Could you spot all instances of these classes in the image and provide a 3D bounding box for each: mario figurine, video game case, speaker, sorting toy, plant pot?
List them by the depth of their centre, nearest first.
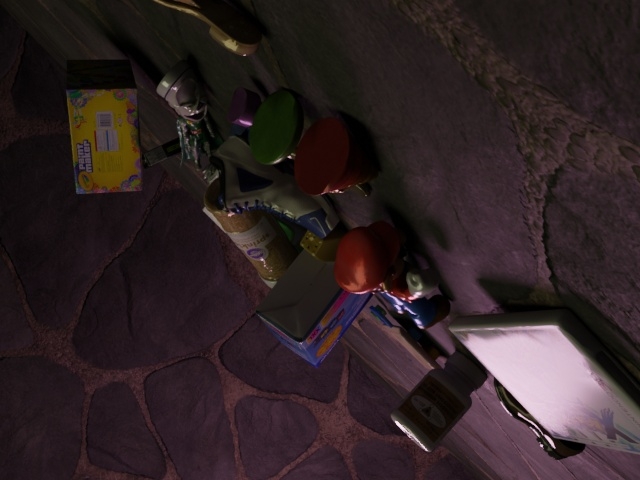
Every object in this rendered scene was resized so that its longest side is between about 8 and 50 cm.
[{"bbox_3d":[0.390,0.231,1.174,0.300,0.036,0.329,46,162,-7],"label":"video game case"},{"bbox_3d":[-0.024,-0.168,1.217,0.126,0.127,0.365,14,-164,-40],"label":"sorting toy"},{"bbox_3d":[0.154,0.049,1.368,0.198,0.170,0.320,-6,154,28],"label":"mario figurine"},{"bbox_3d":[0.000,0.000,1.662,0.081,0.081,0.083,40,-154,21],"label":"plant pot"},{"bbox_3d":[0.268,0.290,1.990,0.347,0.047,0.196,45,174,-5],"label":"sorting toy"},{"bbox_3d":[-0.129,-0.012,2.051,0.297,0.131,0.131,31,164,38],"label":"speaker"}]

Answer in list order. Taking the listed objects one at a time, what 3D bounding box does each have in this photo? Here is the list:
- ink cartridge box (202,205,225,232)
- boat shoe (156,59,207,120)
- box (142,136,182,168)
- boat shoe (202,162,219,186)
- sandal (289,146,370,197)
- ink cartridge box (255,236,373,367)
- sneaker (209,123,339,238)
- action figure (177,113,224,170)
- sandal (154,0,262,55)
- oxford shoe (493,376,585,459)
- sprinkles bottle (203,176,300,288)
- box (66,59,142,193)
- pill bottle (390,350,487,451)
[{"bbox_3d":[-0.262,-0.116,2.211,0.104,0.180,0.060,44,136,-1],"label":"ink cartridge box"},{"bbox_3d":[-0.296,-0.320,1.601,0.088,0.096,0.267,40,171,-2],"label":"boat shoe"},{"bbox_3d":[-0.402,-0.256,1.993,0.045,0.191,0.184,65,165,-8],"label":"box"},{"bbox_3d":[-0.228,-0.186,1.836,0.103,0.118,0.320,55,163,-13],"label":"boat shoe"},{"bbox_3d":[0.007,-0.116,1.298,0.180,0.049,0.072,27,174,7],"label":"sandal"},{"bbox_3d":[0.001,0.167,1.877,0.151,0.270,0.395,35,168,16],"label":"ink cartridge box"},{"bbox_3d":[-0.126,-0.100,1.566,0.315,0.182,0.127,46,171,-9],"label":"sneaker"},{"bbox_3d":[-0.314,-0.271,1.839,0.063,0.137,0.232,52,164,25],"label":"action figure"},{"bbox_3d":[-0.178,-0.372,1.052,0.240,0.088,0.079,36,138,5],"label":"sandal"},{"bbox_3d":[0.444,0.337,1.442,0.227,0.083,0.096,44,151,0],"label":"oxford shoe"},{"bbox_3d":[-0.154,-0.015,1.767,0.121,0.121,0.355,36,166,39],"label":"sprinkles bottle"},{"bbox_3d":[-0.593,-0.318,1.978,0.279,0.177,0.289,-121,31,-57],"label":"box"},{"bbox_3d":[0.291,0.386,1.749,0.131,0.229,0.131,43,170,10],"label":"pill bottle"}]
